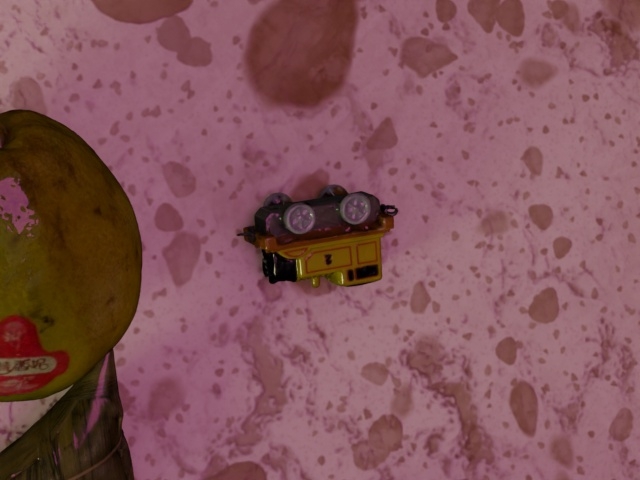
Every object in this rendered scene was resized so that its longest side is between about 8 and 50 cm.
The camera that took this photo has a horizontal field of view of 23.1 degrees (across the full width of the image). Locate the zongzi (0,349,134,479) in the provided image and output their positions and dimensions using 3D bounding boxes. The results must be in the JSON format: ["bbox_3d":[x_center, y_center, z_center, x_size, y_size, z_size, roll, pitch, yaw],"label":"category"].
[{"bbox_3d":[-0.326,0.228,1.827,0.205,0.094,0.204,-11,123,-18],"label":"zongzi"}]

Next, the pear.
[{"bbox_3d":[-0.341,0.004,1.736,0.287,0.287,0.375,-18,130,-20],"label":"pear"}]

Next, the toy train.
[{"bbox_3d":[0.000,0.000,1.985,0.219,0.089,0.127,-10,103,-21],"label":"toy train"}]
